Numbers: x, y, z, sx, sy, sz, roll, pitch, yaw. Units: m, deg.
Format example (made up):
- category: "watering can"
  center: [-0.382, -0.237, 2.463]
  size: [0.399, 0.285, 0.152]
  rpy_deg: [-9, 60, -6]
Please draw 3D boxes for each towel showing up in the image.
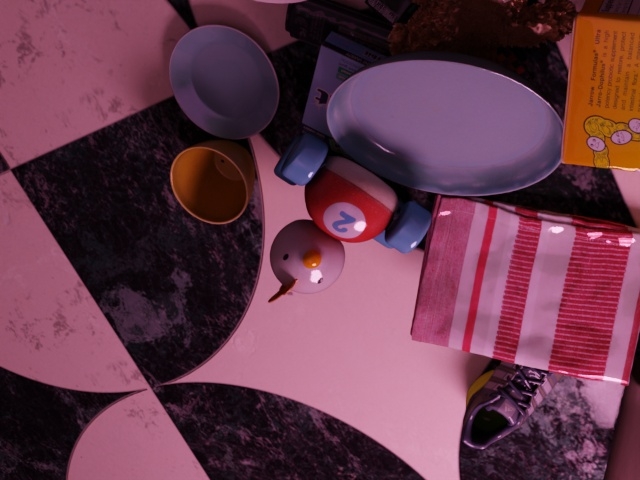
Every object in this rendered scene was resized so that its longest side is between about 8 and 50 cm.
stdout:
- category: "towel"
  center: [0.307, 0.069, 1.496]
  size: [0.329, 0.037, 0.237]
  rpy_deg: [12, 101, 17]

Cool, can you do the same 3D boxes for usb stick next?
- category: "usb stick"
  center: [0.082, -0.278, 1.435]
  size: [0.278, 0.045, 0.077]
  rpy_deg: [22, 133, 10]

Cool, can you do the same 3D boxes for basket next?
- category: "basket"
  center: [0.524, 0.291, 1.523]
  size: [0.204, 0.154, 0.227]
  rpy_deg: [2, 116, 21]

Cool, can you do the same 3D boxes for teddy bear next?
- category: "teddy bear"
  center: [0.203, -0.327, 1.255]
  size: [0.245, 0.113, 0.338]
  rpy_deg: [1, 140, 6]

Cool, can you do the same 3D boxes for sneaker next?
- category: "sneaker"
  center: [0.318, 0.223, 1.585]
  size: [0.111, 0.121, 0.300]
  rpy_deg: [31, 125, 3]

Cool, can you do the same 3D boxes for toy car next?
- category: "toy car"
  center: [0.000, 0.000, 1.490]
  size: [0.219, 0.210, 0.238]
  rpy_deg: [32, 89, -9]

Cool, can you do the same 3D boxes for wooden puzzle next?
- category: "wooden puzzle"
  center: [0.256, -0.233, 1.407]
  size: [0.049, 0.006, 0.083]
  rpy_deg: [-34, 102, 36]

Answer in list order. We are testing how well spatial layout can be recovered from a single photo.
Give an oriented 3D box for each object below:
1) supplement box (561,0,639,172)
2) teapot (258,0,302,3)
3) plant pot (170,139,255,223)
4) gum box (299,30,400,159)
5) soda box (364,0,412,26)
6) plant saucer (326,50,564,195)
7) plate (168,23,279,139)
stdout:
- category: "supplement box"
  center: [0.487, -0.192, 1.212]
  size: [0.357, 0.194, 0.195]
  rpy_deg: [10, 123, 19]
- category: "teapot"
  center: [-0.066, -0.432, 1.279]
  size: [0.256, 0.187, 0.252]
  rpy_deg: [4, 159, 24]
- category: "plant pot"
  center: [-0.157, -0.107, 1.614]
  size: [0.134, 0.095, 0.134]
  rpy_deg: [11, 122, 18]
- category: "gum box"
  center: [0.060, -0.193, 1.471]
  size: [0.157, 0.041, 0.184]
  rpy_deg: [26, 142, 7]
- category: "soda box"
  center: [0.131, -0.369, 1.347]
  size: [0.053, 0.060, 0.169]
  rpy_deg: [39, 126, -3]
- category: "plant saucer"
  center: [0.167, -0.156, 1.348]
  size: [0.318, 0.043, 0.317]
  rpy_deg: [11, 154, 5]
- category: "plate"
  center: [-0.146, -0.246, 1.570]
  size: [0.188, 0.024, 0.188]
  rpy_deg: [11, 123, 17]
